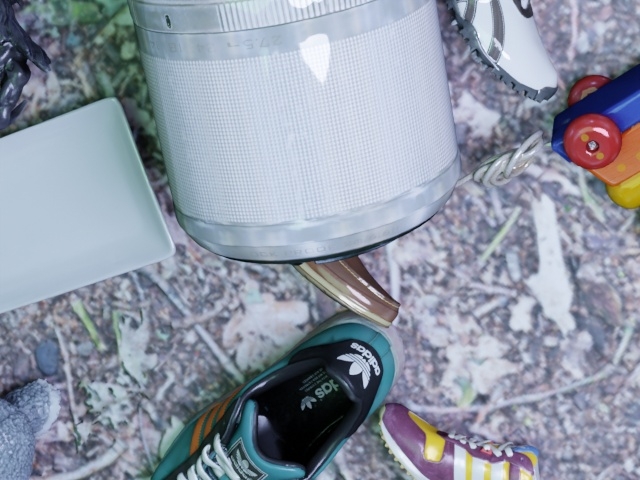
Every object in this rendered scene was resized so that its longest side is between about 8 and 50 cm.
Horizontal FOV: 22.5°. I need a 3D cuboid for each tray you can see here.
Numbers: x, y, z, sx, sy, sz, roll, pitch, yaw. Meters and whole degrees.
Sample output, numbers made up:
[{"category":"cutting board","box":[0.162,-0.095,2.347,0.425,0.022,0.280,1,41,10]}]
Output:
[{"category":"tray","box":[-0.260,-0.019,1.401,0.270,0.030,0.145,-17,98,21]}]

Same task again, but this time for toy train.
[{"category":"toy train","box":[0.231,-0.048,1.209,0.248,0.105,0.143,-32,105,23]}]

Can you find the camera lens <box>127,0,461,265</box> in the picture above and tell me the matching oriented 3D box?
[{"category":"camera lens","box":[-0.020,-0.134,1.173,0.219,0.219,0.274,-3,112,19]}]

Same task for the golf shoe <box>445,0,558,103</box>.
[{"category":"golf shoe","box":[0.136,-0.199,1.209,0.094,0.077,0.198,-32,93,22]}]

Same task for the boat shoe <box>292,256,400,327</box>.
[{"category":"boat shoe","box":[0.000,0.000,1.308,0.178,0.064,0.060,41,94,11]}]

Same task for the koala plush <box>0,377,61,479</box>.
[{"category":"koala plush","box":[-0.334,0.212,1.413,0.221,0.196,0.203,-45,77,26]}]

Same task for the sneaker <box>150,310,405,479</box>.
[{"category":"sneaker","box":[-0.060,0.175,1.342,0.108,0.121,0.302,46,112,3]}]

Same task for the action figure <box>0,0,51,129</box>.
[{"category":"action figure","box":[-0.329,-0.122,1.330,0.164,0.141,0.276,35,99,28]}]

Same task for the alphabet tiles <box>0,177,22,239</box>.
[{"category":"alphabet tiles","box":[-0.431,-0.026,1.478,0.285,0.011,0.343,32,111,9]}]

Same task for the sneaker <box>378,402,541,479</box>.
[{"category":"sneaker","box":[0.132,0.183,1.315,0.185,0.069,0.084,42,104,-2]}]
